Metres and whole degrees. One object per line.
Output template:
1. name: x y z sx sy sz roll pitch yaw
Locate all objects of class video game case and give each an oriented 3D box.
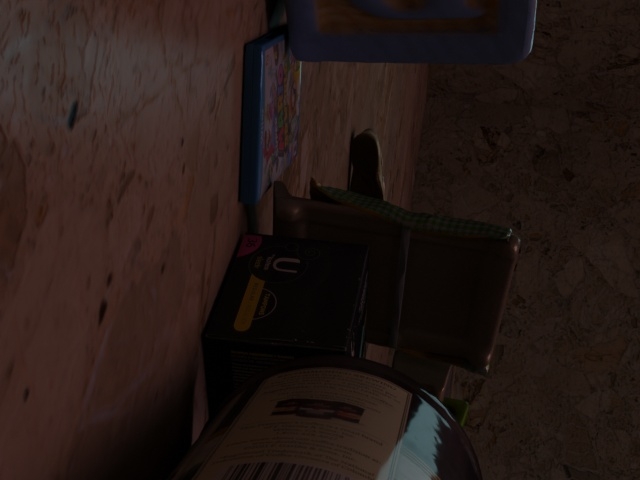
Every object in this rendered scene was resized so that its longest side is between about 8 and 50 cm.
1. video game case: -0.037 -0.107 0.802 0.166 0.015 0.119 -61 156 -70

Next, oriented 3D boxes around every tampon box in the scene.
1. tampon box: -0.021 0.095 0.760 0.120 0.101 0.161 -75 167 -52

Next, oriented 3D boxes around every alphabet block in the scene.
1. alphabet block: 0.075 -0.272 0.781 0.192 0.193 0.197 86 10 -47

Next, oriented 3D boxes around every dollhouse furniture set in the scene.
1. dollhouse furniture set: 0.059 0.040 0.891 0.151 0.198 0.301 -74 171 -45

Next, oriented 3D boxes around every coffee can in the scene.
1. coffee can: -0.012 0.195 0.540 0.275 0.202 0.201 -44 140 -77

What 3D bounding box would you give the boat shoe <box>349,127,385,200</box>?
1. boat shoe: 0.069 -0.086 1.459 0.048 0.056 0.153 -54 143 -66

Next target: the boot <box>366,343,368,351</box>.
1. boot: 0.022 0.141 1.141 0.161 0.083 0.246 -81 176 -60
